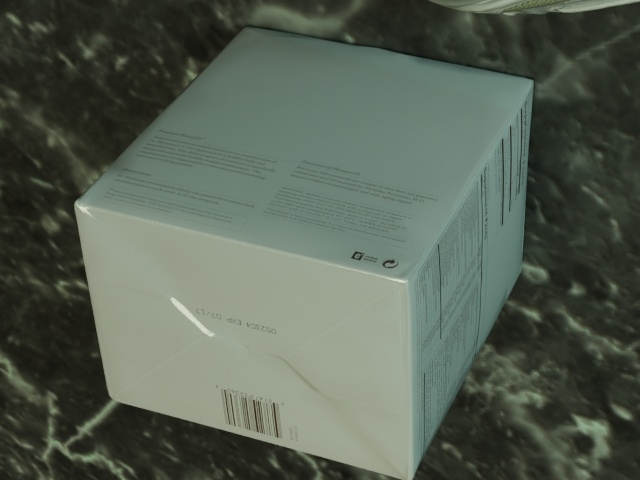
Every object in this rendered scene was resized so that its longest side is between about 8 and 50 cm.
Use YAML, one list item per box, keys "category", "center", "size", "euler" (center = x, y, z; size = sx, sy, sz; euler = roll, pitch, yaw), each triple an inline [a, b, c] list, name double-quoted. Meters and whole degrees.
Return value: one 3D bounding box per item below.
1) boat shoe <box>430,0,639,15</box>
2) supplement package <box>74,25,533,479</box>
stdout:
- category: "boat shoe"
  center: [0.193, -0.176, 0.724]
  size: [0.320, 0.103, 0.118]
  euler: [-16, 76, 33]
- category: "supplement package"
  center: [0.000, 0.000, 0.888]
  size: [0.194, 0.203, 0.149]
  euler: [14, 130, 20]
